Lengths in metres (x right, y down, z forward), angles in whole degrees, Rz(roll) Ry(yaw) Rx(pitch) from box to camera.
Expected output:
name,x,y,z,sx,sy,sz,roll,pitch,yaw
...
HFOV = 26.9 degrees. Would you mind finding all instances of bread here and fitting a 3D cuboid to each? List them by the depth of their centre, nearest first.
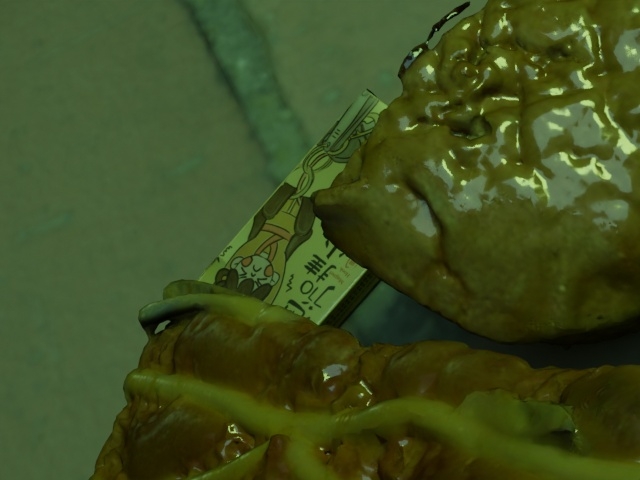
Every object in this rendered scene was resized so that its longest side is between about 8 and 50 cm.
name,x,y,z,sx,sy,sz,roll,pitch,yaw
bread,0.015,0.123,0.491,0.275,0.114,0.184,8,73,48
bread,0.126,-0.042,0.557,0.229,0.143,0.139,-47,68,3

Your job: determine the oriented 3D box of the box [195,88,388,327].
name,x,y,z,sx,sy,sz,roll,pitch,yaw
box,0.000,0.000,0.655,0.073,0.020,0.149,39,87,32
